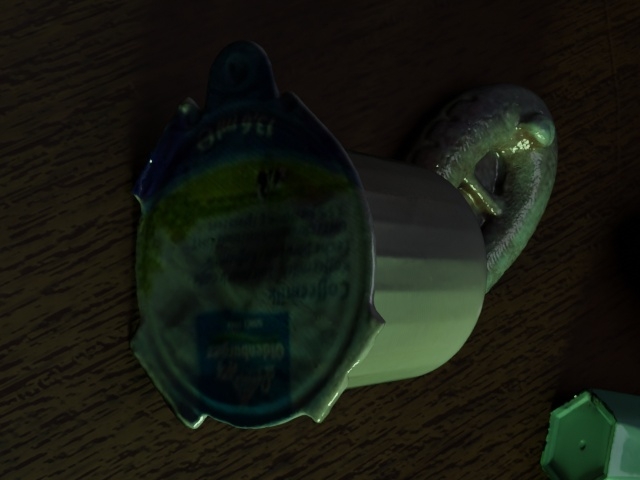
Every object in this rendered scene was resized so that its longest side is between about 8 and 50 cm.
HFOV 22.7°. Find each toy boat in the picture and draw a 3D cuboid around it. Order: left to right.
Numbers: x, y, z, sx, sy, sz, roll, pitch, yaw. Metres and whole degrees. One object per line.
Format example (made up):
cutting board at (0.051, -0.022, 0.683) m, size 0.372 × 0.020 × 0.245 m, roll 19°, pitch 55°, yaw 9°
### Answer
toy boat at (0.147, -0.045, 1.446) m, size 0.155 × 0.085 × 0.227 m, roll 46°, pitch 64°, yaw -27°

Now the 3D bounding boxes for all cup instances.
cup at (0.343, 0.217, 1.568) m, size 0.235 × 0.134 × 0.148 m, roll 17°, pitch 108°, yaw -32°

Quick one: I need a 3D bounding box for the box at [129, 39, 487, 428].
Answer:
box at (0.000, 0.000, 1.267) m, size 0.206 × 0.262 × 0.291 m, roll 4°, pitch 78°, yaw -49°
